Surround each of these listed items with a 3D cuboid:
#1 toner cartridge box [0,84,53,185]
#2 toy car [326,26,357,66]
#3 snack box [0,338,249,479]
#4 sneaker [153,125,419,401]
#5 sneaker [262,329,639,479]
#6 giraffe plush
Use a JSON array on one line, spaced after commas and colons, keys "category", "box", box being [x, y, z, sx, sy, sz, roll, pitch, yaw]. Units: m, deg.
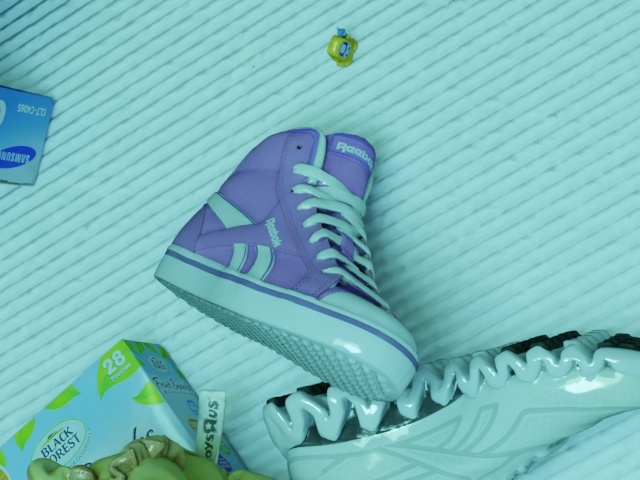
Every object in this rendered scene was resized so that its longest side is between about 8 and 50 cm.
[{"category": "toner cartridge box", "box": [-0.397, -0.118, 1.522, 0.347, 0.165, 0.075, 14, 94, 24]}, {"category": "toy car", "box": [0.057, -0.164, 1.410, 0.060, 0.040, 0.122, 39, 98, 22]}, {"category": "snack box", "box": [-0.134, 0.204, 1.425, 0.174, 0.070, 0.207, -42, 69, 12]}, {"category": "sneaker", "box": [-0.001, -0.001, 1.328, 0.161, 0.102, 0.282, -54, 35, -7]}, {"category": "sneaker", "box": [0.105, 0.130, 1.326, 0.292, 0.110, 0.118, -15, 85, 28]}, {"category": "giraffe plush", "box": [-0.097, 0.194, 1.281, 0.181, 0.170, 0.210, -15, 77, 18]}]
